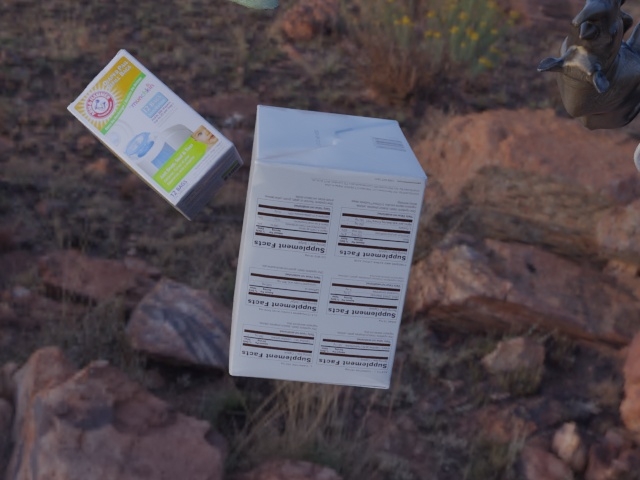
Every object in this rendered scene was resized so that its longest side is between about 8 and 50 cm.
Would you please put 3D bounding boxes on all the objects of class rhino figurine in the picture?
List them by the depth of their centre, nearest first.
[{"bbox_3d":[0.231,-0.147,0.764,0.073,0.106,0.243,31,11,21],"label":"rhino figurine"}]

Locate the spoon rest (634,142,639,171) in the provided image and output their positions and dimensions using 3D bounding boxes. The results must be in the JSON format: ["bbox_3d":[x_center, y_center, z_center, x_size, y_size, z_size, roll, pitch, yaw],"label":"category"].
[{"bbox_3d":[0.442,-0.051,0.931,0.276,0.137,0.084,19,68,-13],"label":"spoon rest"}]

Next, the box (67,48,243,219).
[{"bbox_3d":[-0.219,-0.140,1.261,0.203,0.114,0.103,42,-5,9],"label":"box"}]

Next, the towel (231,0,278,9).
[{"bbox_3d":[-0.126,-0.294,0.481,0.248,0.325,0.038,26,53,16],"label":"towel"}]

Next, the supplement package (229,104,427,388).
[{"bbox_3d":[0.000,0.000,0.885,0.149,0.203,0.194,6,22,-5],"label":"supplement package"}]
